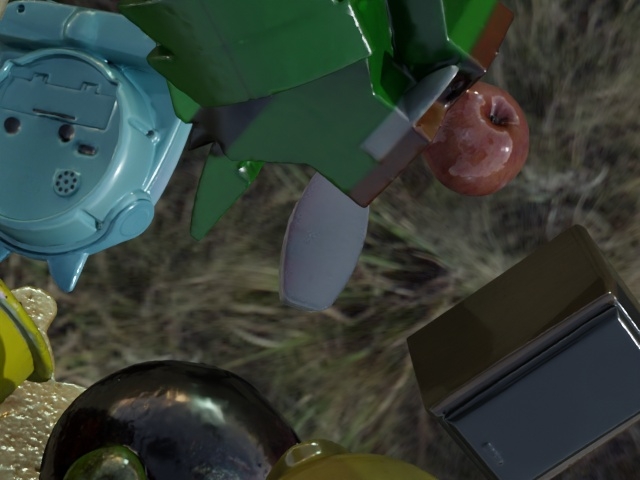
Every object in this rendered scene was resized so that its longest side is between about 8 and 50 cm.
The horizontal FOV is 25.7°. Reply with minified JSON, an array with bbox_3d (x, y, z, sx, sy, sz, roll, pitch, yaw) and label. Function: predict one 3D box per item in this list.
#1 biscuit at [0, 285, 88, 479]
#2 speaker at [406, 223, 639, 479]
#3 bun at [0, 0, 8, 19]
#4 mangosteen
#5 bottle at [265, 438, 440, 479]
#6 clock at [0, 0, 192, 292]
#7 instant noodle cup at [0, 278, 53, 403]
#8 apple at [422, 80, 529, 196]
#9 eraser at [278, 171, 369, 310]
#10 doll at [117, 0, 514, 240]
[{"bbox_3d":[-0.265,0.143,1.186,0.153,0.030,0.234,-12,57,-28],"label":"biscuit"},{"bbox_3d":[0.233,0.127,1.473,0.231,0.192,0.153,-35,112,12],"label":"speaker"},{"bbox_3d":[-0.242,-0.119,0.601,0.231,0.231,0.133,-23,46,7],"label":"bun"},{"bbox_3d":[-0.104,0.202,0.993,0.216,0.216,0.216,0,88,9],"label":"mangosteen"},{"bbox_3d":[0.029,0.251,0.802,0.171,0.351,0.172,-2,48,2],"label":"bottle"},{"bbox_3d":[-0.251,-0.092,1.363,0.223,0.094,0.274,11,76,22],"label":"clock"},{"bbox_3d":[-0.378,0.081,0.920,0.325,0.325,0.254,34,67,8],"label":"instant noodle cup"},{"bbox_3d":[0.200,-0.136,1.814,0.120,0.153,0.153,-33,81,49],"label":"apple"},{"bbox_3d":[0.000,0.000,1.724,0.094,0.270,0.174,16,86,-1],"label":"eraser"},{"bbox_3d":[-0.022,-0.095,0.446,0.134,0.106,0.186,-10,121,33],"label":"doll"}]
